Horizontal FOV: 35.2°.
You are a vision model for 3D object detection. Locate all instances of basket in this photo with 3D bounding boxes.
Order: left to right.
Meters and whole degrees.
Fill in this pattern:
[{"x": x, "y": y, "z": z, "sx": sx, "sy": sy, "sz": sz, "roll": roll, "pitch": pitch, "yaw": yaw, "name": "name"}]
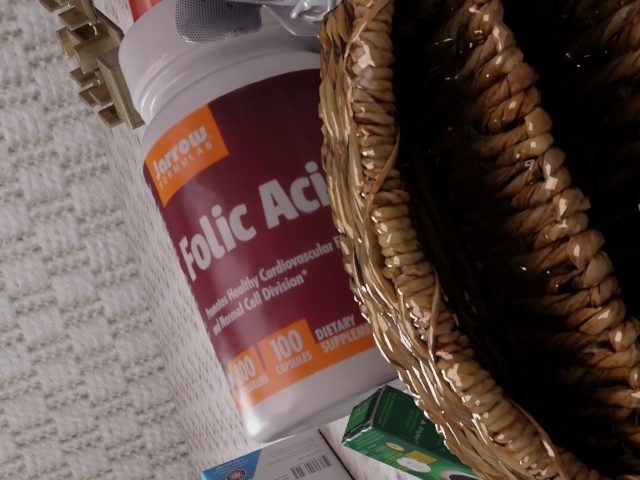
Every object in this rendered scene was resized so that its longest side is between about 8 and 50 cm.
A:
[{"x": 0.130, "y": -0.028, "z": 0.455, "sx": 0.223, "sy": 0.214, "sz": 0.299, "roll": 155, "pitch": 96, "yaw": -74, "name": "basket"}]

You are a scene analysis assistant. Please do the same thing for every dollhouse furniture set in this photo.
[{"x": -0.256, "y": -0.276, "z": 1.395, "sx": 0.242, "sy": 0.161, "sz": 0.212, "roll": 42, "pitch": 155, "yaw": 43, "name": "dollhouse furniture set"}]

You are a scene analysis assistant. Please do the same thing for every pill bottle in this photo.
[{"x": -0.033, "y": -0.033, "z": 0.938, "sx": 0.224, "sy": 0.224, "sz": 0.392, "roll": 120, "pitch": 128, "yaw": -68, "name": "pill bottle"}]

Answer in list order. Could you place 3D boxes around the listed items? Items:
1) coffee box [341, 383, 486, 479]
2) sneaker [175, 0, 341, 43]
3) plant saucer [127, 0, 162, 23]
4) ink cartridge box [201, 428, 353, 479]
[{"x": 0.116, "y": 0.178, "z": 0.820, "sx": 0.113, "sy": 0.184, "sz": 0.040, "roll": 119, "pitch": 174, "yaw": -69, "name": "coffee box"}, {"x": 0.026, "y": -0.147, "z": 0.654, "sx": 0.137, "sy": 0.210, "sz": 0.365, "roll": 113, "pitch": 135, "yaw": -66, "name": "sneaker"}, {"x": -0.243, "y": -0.335, "z": 1.567, "sx": 0.259, "sy": 0.048, "sz": 0.258, "roll": -151, "pitch": 44, "yaw": -66, "name": "plant saucer"}, {"x": -0.028, "y": 0.457, "z": 1.489, "sx": 0.270, "sy": 0.198, "sz": 0.197, "roll": -134, "pitch": 30, "yaw": -55, "name": "ink cartridge box"}]
